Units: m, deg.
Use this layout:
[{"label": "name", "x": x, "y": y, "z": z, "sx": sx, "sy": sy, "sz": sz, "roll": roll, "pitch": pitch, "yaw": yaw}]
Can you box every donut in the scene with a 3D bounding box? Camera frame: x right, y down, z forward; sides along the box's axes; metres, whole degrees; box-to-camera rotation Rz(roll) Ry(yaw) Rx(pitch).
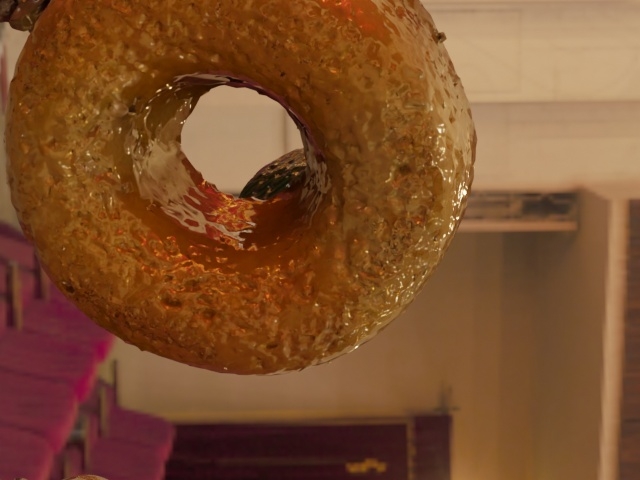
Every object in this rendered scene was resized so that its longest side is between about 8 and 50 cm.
[{"label": "donut", "x": -0.048, "y": -0.048, "z": 0.681, "sx": 0.108, "sy": 0.277, "sz": 0.278, "roll": -73, "pitch": 163, "yaw": -77}]

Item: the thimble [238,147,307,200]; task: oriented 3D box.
[{"label": "thimble", "x": 0.000, "y": 0.003, "z": 0.885, "sx": 0.118, "sy": 0.090, "sz": 0.135, "roll": 55, "pitch": 47, "yaw": -37}]

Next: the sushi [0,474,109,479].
[{"label": "sushi", "x": -0.217, "y": 0.216, "z": 0.818, "sx": 0.332, "sy": 0.129, "sz": 0.124, "roll": 28, "pitch": 68, "yaw": -67}]

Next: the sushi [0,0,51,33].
[{"label": "sushi", "x": -0.175, "y": -0.231, "z": 0.946, "sx": 0.296, "sy": 0.179, "sz": 0.167, "roll": 22, "pitch": -78, "yaw": 54}]
